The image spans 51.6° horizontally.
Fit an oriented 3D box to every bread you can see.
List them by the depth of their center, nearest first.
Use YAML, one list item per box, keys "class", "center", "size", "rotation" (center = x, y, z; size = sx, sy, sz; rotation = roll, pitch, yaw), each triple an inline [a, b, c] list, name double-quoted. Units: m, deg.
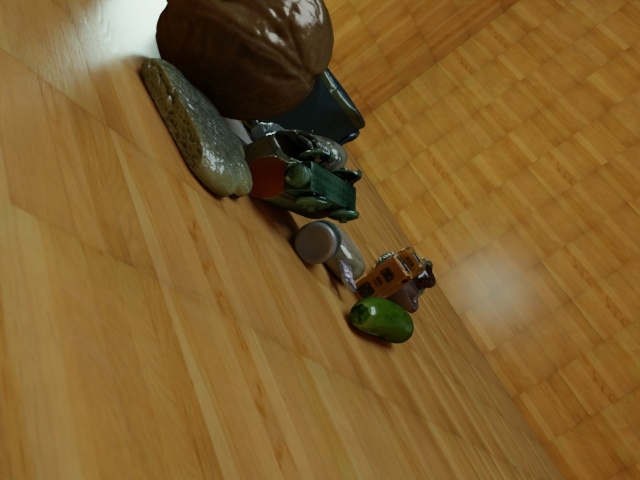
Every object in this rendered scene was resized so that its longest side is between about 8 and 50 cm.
- class: "bread"
  center: [-0.191, -0.179, 1.101]
  size: [0.286, 0.056, 0.207]
  rotation: [59, 13, 20]

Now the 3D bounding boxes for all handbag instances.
- class: "handbag"
  center: [-0.034, -0.303, 1.668]
  size: [0.222, 0.241, 0.263]
  rotation: [53, 11, -6]

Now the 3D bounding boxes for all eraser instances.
- class: "eraser"
  center: [-0.188, -0.236, 1.369]
  size: [0.150, 0.023, 0.104]
  rotation: [37, 19, -57]

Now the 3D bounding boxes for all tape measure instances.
- class: "tape measure"
  center: [-0.130, -0.261, 1.506]
  size: [0.330, 0.084, 0.164]
  rotation: [62, 10, 19]

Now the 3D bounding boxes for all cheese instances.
- class: "cheese"
  center: [0.046, 0.044, 1.401]
  size: [0.137, 0.064, 0.227]
  rotation: [46, 12, -23]

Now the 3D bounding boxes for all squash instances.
- class: "squash"
  center: [0.133, 0.162, 1.353]
  size: [0.082, 0.082, 0.292]
  rotation: [59, 12, 25]

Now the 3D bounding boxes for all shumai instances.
- class: "shumai"
  center: [0.274, 0.092, 2.048]
  size: [0.184, 0.142, 0.184]
  rotation: [54, 11, -16]

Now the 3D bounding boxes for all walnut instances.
- class: "walnut"
  center: [-0.145, -0.382, 1.233]
  size: [0.333, 0.333, 0.333]
  rotation: [52, 11, -14]

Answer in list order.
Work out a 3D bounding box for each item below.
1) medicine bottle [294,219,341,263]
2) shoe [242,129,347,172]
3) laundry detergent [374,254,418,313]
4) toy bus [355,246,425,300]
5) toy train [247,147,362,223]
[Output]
- class: "medicine bottle"
  center: [0.000, 0.000, 1.287]
  size: [0.080, 0.080, 0.130]
  rotation: [54, 11, 1]
- class: "shoe"
  center: [-0.035, -0.182, 1.367]
  size: [0.275, 0.098, 0.103]
  rotation: [-14, 78, -47]
- class: "laundry detergent"
  center: [0.216, 0.132, 1.836]
  size: [0.171, 0.076, 0.237]
  rotation: [54, 11, -2]
- class: "toy bus"
  center: [0.151, 0.081, 1.476]
  size: [0.069, 0.162, 0.074]
  rotation: [57, 14, 15]
- class: "toy train"
  center: [-0.030, -0.100, 1.279]
  size: [0.285, 0.177, 0.116]
  rotation: [15, 75, -67]
